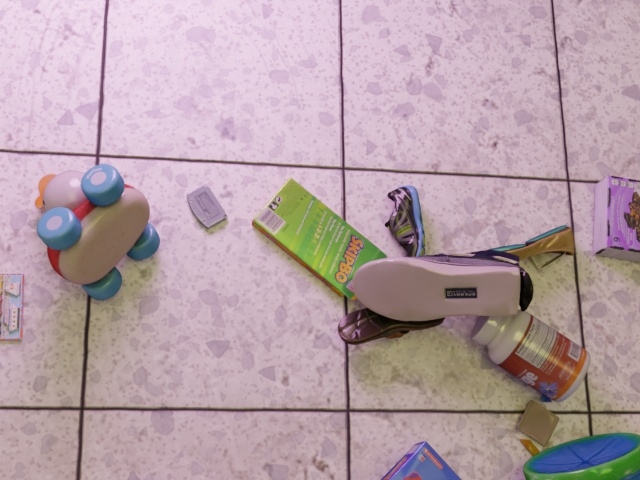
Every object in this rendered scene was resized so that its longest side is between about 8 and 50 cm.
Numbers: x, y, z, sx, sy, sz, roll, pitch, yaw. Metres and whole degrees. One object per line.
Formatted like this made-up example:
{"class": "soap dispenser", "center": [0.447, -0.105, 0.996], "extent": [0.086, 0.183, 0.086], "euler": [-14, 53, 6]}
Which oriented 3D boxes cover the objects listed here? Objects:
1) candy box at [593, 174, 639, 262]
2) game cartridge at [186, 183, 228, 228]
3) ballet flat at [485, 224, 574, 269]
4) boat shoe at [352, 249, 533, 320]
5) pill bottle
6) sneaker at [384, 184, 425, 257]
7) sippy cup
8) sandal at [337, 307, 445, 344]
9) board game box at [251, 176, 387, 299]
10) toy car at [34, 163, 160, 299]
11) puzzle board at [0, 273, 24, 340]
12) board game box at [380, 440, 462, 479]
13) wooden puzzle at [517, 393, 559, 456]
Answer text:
{"class": "candy box", "center": [0.691, -0.040, 1.979], "extent": [0.196, 0.070, 0.165], "euler": [9, 72, -7]}
{"class": "game cartridge", "center": [-0.230, -0.067, 1.850], "extent": [0.056, 0.017, 0.083], "euler": [-30, 81, -20]}
{"class": "ballet flat", "center": [0.427, 0.031, 1.910], "extent": [0.232, 0.080, 0.073], "euler": [-17, 91, -13]}
{"class": "boat shoe", "center": [0.240, 0.080, 1.812], "extent": [0.340, 0.158, 0.127], "euler": [5, 105, 10]}
{"class": "pill bottle", "center": [0.411, 0.215, 1.827], "extent": [0.216, 0.121, 0.121], "euler": [33, 71, 1]}
{"class": "sneaker", "center": [0.172, -0.019, 1.891], "extent": [0.078, 0.067, 0.188], "euler": [-8, 76, 9]}
{"class": "sippy cup", "center": [0.521, 0.501, 1.721], "extent": [0.305, 0.240, 0.224], "euler": [-17, 89, 3]}
{"class": "sandal", "center": [0.138, 0.165, 1.821], "extent": [0.219, 0.060, 0.090], "euler": [-17, 53, -16]}
{"class": "board game box", "center": [0.000, 0.000, 1.862], "extent": [0.259, 0.039, 0.124], "euler": [38, 72, 5]}
{"class": "toy car", "center": [-0.462, -0.047, 1.735], "extent": [0.238, 0.219, 0.210], "euler": [30, 69, 30]}
{"class": "puzzle board", "center": [-0.605, 0.124, 1.728], "extent": [0.096, 0.011, 0.128], "euler": [0, 74, -10]}
{"class": "board game box", "center": [0.225, 0.581, 1.708], "extent": [0.233, 0.078, 0.347], "euler": [-41, 84, -18]}
{"class": "wooden puzzle", "center": [0.433, 0.365, 1.844], "extent": [0.078, 0.014, 0.116], "euler": [41, 71, -1]}
